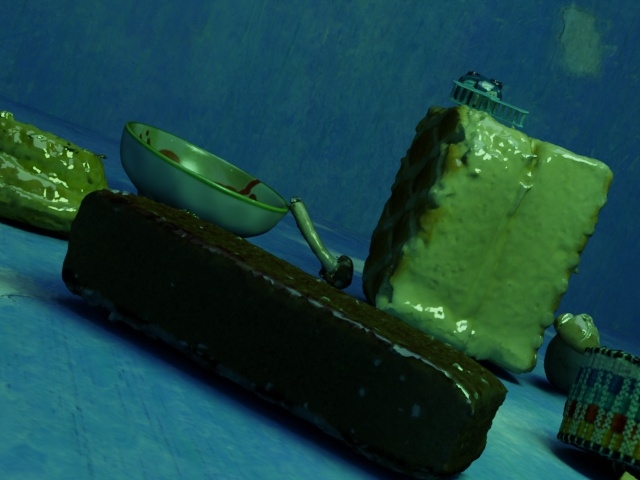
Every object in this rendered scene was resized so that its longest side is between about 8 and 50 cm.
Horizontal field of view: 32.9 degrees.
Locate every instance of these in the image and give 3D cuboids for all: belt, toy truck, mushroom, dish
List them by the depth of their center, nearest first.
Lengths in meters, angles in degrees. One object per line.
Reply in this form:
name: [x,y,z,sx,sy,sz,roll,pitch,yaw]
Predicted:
belt: [0.407,0.221,1.254,0.257,0.150,0.207,22,-5,-12]
mushroom: [0.411,0.180,1.729,0.116,0.093,0.225,37,-23,37]
toy truck: [0.280,-0.229,1.782,0.136,0.063,0.074,23,24,15]
mushroom: [0.000,0.000,1.875,0.187,0.061,0.060,60,21,8]
dish: [-0.223,-0.080,1.909,0.324,0.124,0.324,28,9,-5]

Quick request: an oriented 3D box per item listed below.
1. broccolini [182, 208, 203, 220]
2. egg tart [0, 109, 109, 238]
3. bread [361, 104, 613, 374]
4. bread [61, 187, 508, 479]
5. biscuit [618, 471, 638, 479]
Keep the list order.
broccolini: [-0.199,0.024,1.315,0.074,0.079,0.392,33,12,-2]
egg tart: [-0.372,-0.091,1.382,0.290,0.115,0.290,24,4,-2]
bread: [0.247,-0.011,1.764,0.279,0.371,0.390,23,6,-8]
bread: [-0.037,0.082,0.982,0.416,0.113,0.165,26,7,24]
biscuit: [0.264,0.243,0.929,0.056,0.052,0.188,37,10,18]
